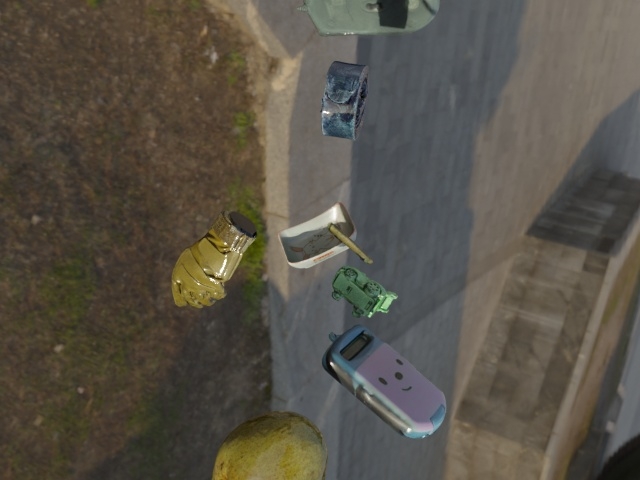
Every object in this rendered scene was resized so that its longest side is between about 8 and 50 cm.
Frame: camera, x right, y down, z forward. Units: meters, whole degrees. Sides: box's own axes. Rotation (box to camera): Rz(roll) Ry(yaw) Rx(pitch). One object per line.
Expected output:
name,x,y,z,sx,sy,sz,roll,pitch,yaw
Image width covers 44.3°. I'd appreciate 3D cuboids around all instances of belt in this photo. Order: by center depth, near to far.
belt,0.045,-0.270,1.521,0.190,0.082,0.141,-67,163,-61

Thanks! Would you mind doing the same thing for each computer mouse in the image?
computer mouse,0.121,-0.617,1.992,0.188,0.371,0.122,72,26,-45

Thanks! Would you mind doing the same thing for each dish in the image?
dish,0.000,0.000,2.242,0.212,0.151,0.077,-26,134,3

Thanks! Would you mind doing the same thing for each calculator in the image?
calculator,0.130,0.285,1.619,0.173,0.293,0.051,-33,159,-53

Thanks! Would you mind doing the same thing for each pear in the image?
pear,-0.100,0.433,1.469,0.211,0.188,0.228,-22,131,-42

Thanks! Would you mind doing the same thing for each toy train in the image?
toy train,0.103,0.125,1.937,0.081,0.149,0.099,-31,155,-49

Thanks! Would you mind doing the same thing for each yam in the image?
yam,0.045,0.006,1.203,0.107,0.014,0.014,41,66,-33

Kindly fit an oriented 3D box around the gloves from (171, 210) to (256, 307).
gloves,-0.290,0.067,2.041,0.331,0.154,0.141,-52,177,25
